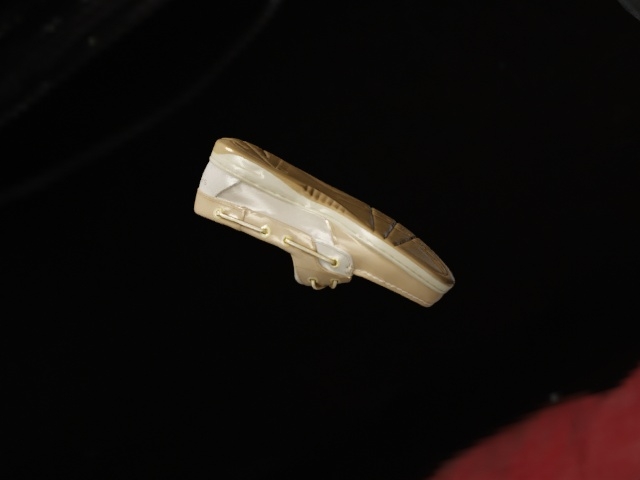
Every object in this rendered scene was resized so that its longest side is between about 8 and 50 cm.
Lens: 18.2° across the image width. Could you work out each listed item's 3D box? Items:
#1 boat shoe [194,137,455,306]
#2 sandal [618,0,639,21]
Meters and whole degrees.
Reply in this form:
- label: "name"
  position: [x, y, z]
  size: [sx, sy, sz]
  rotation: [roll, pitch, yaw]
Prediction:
- label: "boat shoe"
  position: [0.000, 0.000, 1.227]
  size: [0.059, 0.170, 0.063]
  rotation: [-61, -7, 13]
- label: "sandal"
  position: [0.209, -0.253, 0.922]
  size: [0.167, 0.446, 0.107]
  rotation: [28, -46, -20]
